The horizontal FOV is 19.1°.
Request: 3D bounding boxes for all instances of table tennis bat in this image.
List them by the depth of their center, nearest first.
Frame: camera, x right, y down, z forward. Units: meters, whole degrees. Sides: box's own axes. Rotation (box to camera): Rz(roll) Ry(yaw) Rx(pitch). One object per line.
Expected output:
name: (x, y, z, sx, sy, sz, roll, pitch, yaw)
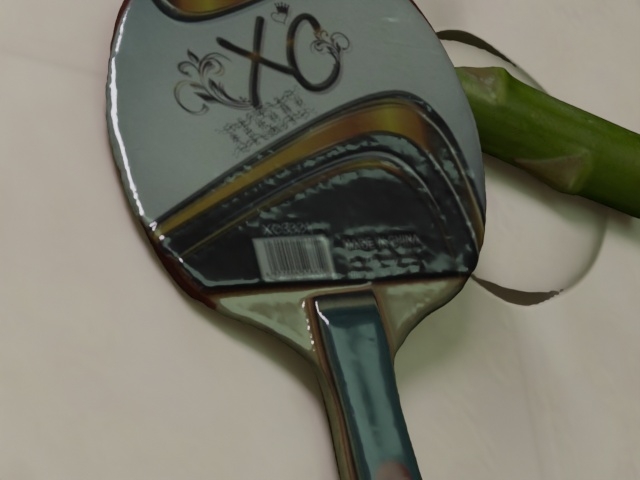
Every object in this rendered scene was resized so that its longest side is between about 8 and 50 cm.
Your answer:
table tennis bat: (0.000, 0.000, 0.806, 0.173, 0.022, 0.301, -3, 68, -25)

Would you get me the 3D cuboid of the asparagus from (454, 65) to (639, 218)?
asparagus: (0.100, -0.053, 0.921, 0.178, 0.041, 0.045, 20, 91, -28)
